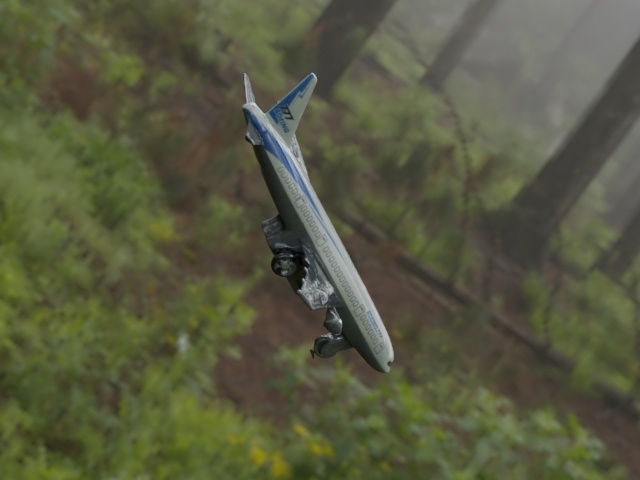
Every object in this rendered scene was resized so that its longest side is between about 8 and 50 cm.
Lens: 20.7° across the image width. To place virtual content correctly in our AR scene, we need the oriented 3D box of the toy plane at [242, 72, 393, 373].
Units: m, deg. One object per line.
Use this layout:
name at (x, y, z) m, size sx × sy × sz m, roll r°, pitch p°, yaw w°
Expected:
toy plane at (-0.004, 0.000, 1.085) m, size 0.226 × 0.058 × 0.226 m, roll -98°, pitch 173°, yaw -57°
